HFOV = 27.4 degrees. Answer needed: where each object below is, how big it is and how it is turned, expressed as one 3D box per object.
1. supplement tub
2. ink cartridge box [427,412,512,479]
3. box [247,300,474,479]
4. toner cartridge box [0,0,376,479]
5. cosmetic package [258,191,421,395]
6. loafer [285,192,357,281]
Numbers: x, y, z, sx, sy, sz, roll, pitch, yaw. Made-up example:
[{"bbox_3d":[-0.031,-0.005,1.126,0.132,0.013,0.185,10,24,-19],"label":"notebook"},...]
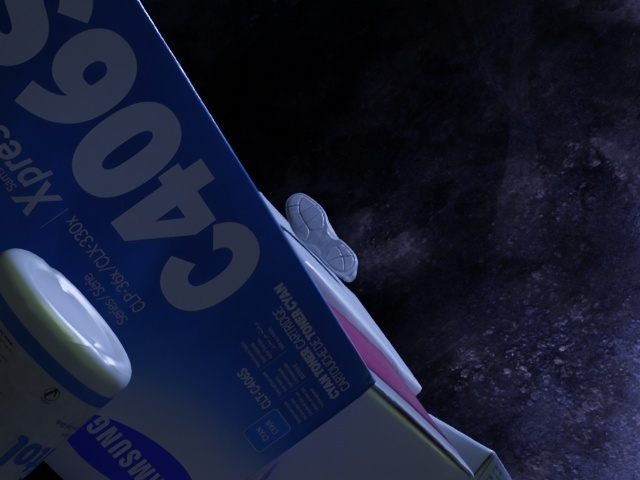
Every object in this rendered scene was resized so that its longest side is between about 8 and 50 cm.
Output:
[{"bbox_3d":[-0.132,0.061,0.499,0.071,0.107,0.071,48,2,-2],"label":"supplement tub"},{"bbox_3d":[0.087,0.219,1.259,0.239,0.060,0.275,28,-17,34],"label":"ink cartridge box"},{"bbox_3d":[-0.007,0.146,1.007,0.127,0.148,0.232,43,4,-22],"label":"box"},{"bbox_3d":[-0.111,0.001,0.628,0.075,0.165,0.348,51,-5,45],"label":"toner cartridge box"},{"bbox_3d":[-0.038,0.096,1.603,0.217,0.156,0.385,48,0,-15],"label":"cosmetic package"},{"bbox_3d":[0.000,0.000,1.537,0.125,0.045,0.039,52,-11,26],"label":"loafer"}]
